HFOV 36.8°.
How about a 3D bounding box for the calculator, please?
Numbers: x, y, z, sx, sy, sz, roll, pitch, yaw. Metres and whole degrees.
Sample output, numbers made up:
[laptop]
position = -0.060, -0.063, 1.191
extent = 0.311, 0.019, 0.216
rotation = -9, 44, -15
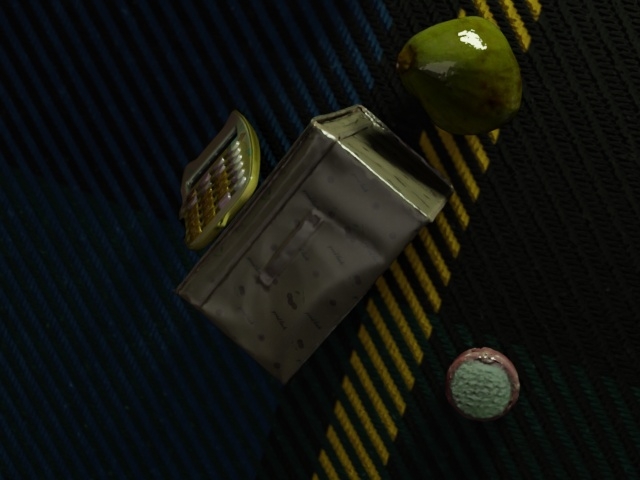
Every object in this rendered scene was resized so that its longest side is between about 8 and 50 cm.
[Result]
[calculator]
position = -0.133, -0.076, 1.279
extent = 0.033, 0.236, 0.157
rotation = 35, 111, -25

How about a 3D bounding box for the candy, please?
[candy]
position = 0.224, 0.200, 1.332
extent = 0.103, 0.043, 0.103
rotation = 2, 100, 13

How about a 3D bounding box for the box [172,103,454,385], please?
[box]
position = 0.000, 0.000, 1.249
extent = 0.190, 0.225, 0.297
rotation = 42, 110, 3

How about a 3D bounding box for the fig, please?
[fig]
position = 0.170, -0.211, 1.198
extent = 0.144, 0.166, 0.154
rotation = -5, 70, 49
